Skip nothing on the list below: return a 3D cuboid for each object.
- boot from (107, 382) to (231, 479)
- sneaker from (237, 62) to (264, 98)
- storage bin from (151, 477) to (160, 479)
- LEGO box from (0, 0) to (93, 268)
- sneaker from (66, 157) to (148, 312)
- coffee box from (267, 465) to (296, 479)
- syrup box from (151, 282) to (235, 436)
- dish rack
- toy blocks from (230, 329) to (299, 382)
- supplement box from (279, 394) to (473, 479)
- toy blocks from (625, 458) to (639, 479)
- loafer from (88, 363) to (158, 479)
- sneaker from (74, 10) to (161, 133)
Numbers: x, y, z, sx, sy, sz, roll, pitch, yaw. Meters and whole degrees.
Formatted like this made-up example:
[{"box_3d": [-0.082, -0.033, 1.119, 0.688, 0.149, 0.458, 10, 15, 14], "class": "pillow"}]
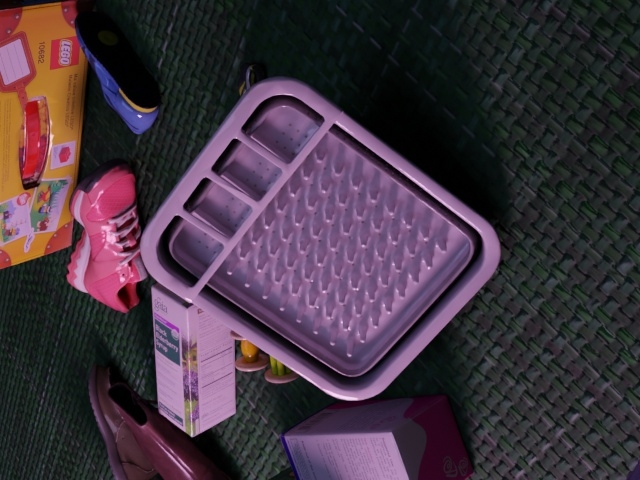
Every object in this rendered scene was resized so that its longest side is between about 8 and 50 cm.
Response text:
[{"box_3d": [-0.246, 0.355, 1.540, 0.248, 0.090, 0.207, 37, 164, 40], "class": "boot"}, {"box_3d": [-0.092, -0.196, 1.239, 0.035, 0.031, 0.083, 40, 130, 47], "class": "sneaker"}, {"box_3d": [-0.303, 0.590, 1.647, 0.262, 0.260, 0.123, 25, 141, 39], "class": "storage bin"}, {"box_3d": [-0.589, -0.260, 1.617, 0.372, 0.193, 0.500, 40, 132, 28], "class": "LEGO box"}, {"box_3d": [-0.325, -0.003, 1.534, 0.136, 0.116, 0.314, 37, 139, 17], "class": "sneaker"}, {"box_3d": [-0.014, 0.377, 1.343, 0.184, 0.113, 0.040, 0, 105, 45], "class": "coffee box"}, {"box_3d": [-0.196, 0.173, 1.461, 0.093, 0.096, 0.237, 25, 125, 39], "class": "syrup box"}, {"box_3d": [0.000, 0.000, 1.049, 0.333, 0.072, 0.285, 36, 111, -11], "class": "dish rack"}, {"box_3d": [-0.085, 0.119, 1.348, 0.123, 0.054, 0.148, 11, 115, 45], "class": "toy blocks"}, {"box_3d": [0.069, 0.273, 1.207, 0.220, 0.111, 0.114, -18, 94, 50], "class": "supplement box"}, {"box_3d": [0.416, 0.260, 0.785, 0.289, 0.309, 0.260, 1, 75, 35], "class": "toy blocks"}, {"box_3d": [-0.365, 0.343, 1.744, 0.094, 0.087, 0.251, 110, 140, -70], "class": "loafer"}, {"box_3d": [-0.318, -0.253, 1.423, 0.209, 0.069, 0.082, 55, 142, 14], "class": "sneaker"}]
